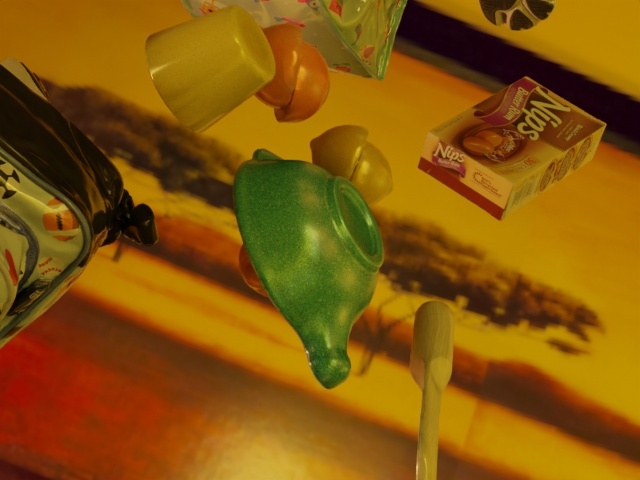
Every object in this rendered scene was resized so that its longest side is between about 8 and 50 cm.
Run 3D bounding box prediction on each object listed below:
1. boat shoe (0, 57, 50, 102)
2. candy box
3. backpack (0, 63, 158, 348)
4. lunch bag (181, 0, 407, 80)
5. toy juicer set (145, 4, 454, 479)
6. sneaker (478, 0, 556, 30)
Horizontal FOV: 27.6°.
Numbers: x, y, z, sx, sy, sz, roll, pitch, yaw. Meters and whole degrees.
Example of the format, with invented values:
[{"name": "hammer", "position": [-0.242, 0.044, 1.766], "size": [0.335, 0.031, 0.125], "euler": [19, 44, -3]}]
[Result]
[{"name": "boat shoe", "position": [-0.307, -0.138, 1.400], "size": [0.049, 0.133, 0.042], "euler": [-34, -26, 7]}, {"name": "candy box", "position": [0.200, -0.098, 1.350], "size": [0.109, 0.187, 0.053], "euler": [35, -46, 25]}, {"name": "backpack", "position": [-0.295, 0.000, 0.847], "size": [0.276, 0.213, 0.263], "euler": [43, -65, -7]}, {"name": "lunch bag", "position": [-0.042, -0.323, 1.664], "size": [0.223, 0.160, 0.262], "euler": [12, -9, 29]}, {"name": "toy juicer set", "position": [0.000, 0.000, 0.886], "size": [0.089, 0.329, 0.209], "euler": [-26, 1, 19]}, {"name": "sneaker", "position": [0.171, -0.249, 1.034], "size": [0.068, 0.071, 0.170], "euler": [16, -61, 11]}]
